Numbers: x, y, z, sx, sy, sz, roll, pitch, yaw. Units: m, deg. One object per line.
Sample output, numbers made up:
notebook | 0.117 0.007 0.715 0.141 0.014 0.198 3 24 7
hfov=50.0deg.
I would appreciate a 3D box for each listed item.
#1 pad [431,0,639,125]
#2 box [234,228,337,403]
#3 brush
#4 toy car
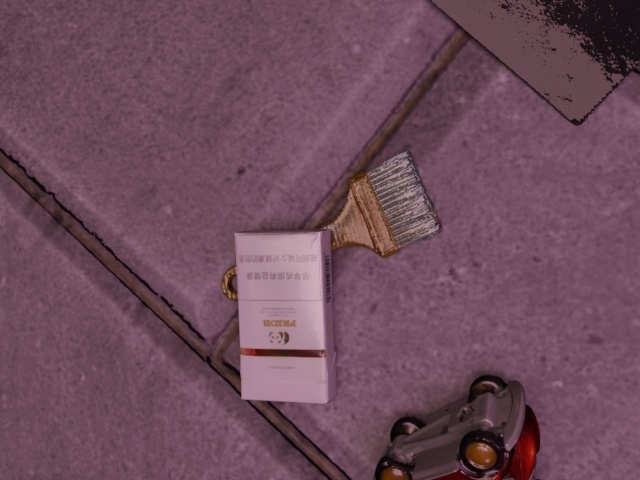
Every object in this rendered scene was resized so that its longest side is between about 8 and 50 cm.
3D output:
pad | 0.189 -0.202 0.588 0.193 0.004 0.116 44 100 10
box | -0.031 0.067 0.621 0.084 0.040 0.154 -1 94 14
brush | 0.000 0.000 0.637 0.218 0.010 0.082 -26 80 14
toy car | 0.122 0.189 0.551 0.139 0.112 0.112 -30 95 23
